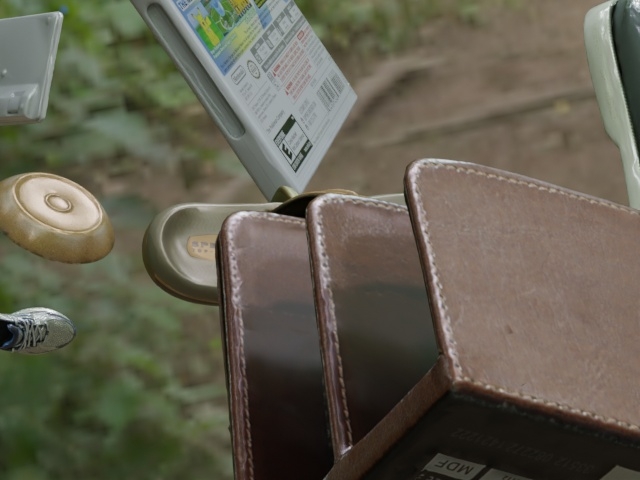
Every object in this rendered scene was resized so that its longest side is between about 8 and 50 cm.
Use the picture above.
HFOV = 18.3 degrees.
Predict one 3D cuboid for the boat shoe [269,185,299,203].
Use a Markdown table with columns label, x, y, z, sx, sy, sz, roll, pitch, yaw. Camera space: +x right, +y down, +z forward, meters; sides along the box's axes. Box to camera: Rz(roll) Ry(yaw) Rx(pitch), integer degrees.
| label | x | y | z | sx | sy | sz | roll | pitch | yaw |
| --- | --- | --- | --- | --- | --- | --- | --- | --- | --- |
| boat shoe | 0.000 | 0.015 | 1.368 | 0.048 | 0.056 | 0.153 | 13 | 23 | -27 |

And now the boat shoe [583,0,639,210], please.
| label | x | y | z | sx | sy | sz | roll | pitch | yaw |
| --- | --- | --- | --- | --- | --- | --- | --- | --- | --- |
| boat shoe | 0.239 | -0.009 | 1.127 | 0.099 | 0.319 | 0.116 | -24 | -22 | 27 |

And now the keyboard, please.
| label | x | y | z | sx | sy | sz | roll | pitch | yaw |
| --- | --- | --- | --- | --- | --- | --- | --- | --- | --- |
| keyboard | -0.255 | -0.109 | 1.327 | 0.256 | 0.072 | 0.014 | 1 | -18 | 46 |

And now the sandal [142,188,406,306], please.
| label | x | y | z | sx | sy | sz | roll | pitch | yaw |
| --- | --- | --- | --- | --- | --- | --- | --- | --- | --- |
| sandal | 0.000 | 0.000 | 1.019 | 0.180 | 0.072 | 0.049 | 1 | -30 | -16 |

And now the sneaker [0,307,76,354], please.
| label | x | y | z | sx | sy | sz | roll | pitch | yaw |
| --- | --- | --- | --- | --- | --- | --- | --- | --- | --- |
| sneaker | -0.319 | 0.099 | 2.078 | 0.135 | 0.052 | 0.058 | 3 | 9 | -24 |

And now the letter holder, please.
| label | x | y | z | sx | sy | sz | roll | pitch | yaw |
| --- | --- | --- | --- | --- | --- | --- | --- | --- | --- |
| letter holder | 0.124 | 0.056 | 0.860 | 0.302 | 0.214 | 0.152 | 18 | -47 | -26 |

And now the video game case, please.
| label | x | y | z | sx | sy | sz | roll | pitch | yaw |
| --- | --- | --- | --- | --- | --- | --- | --- | --- | --- |
| video game case | -0.083 | -0.207 | 1.934 | 0.036 | 0.300 | 0.329 | -30 | 12 | 20 |

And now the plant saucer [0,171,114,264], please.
| label | x | y | z | sx | sy | sz | roll | pitch | yaw |
| --- | --- | --- | --- | --- | --- | --- | --- | --- | --- |
| plant saucer | -0.163 | -0.018 | 1.221 | 0.083 | 0.083 | 0.015 | -11 | -42 | -47 |
